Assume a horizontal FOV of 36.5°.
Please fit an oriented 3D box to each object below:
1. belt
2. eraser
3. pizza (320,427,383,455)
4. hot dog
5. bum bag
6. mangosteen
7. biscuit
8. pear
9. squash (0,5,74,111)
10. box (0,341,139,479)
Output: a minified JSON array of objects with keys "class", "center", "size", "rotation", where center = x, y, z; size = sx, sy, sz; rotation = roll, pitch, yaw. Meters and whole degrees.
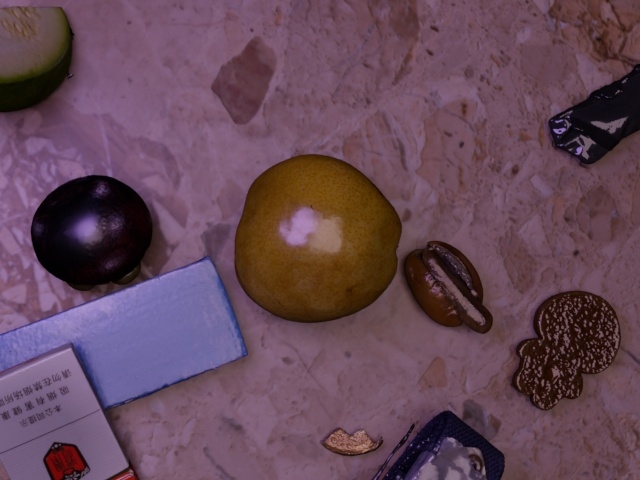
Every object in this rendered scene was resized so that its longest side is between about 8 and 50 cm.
[{"class":"belt","center":[0.121,0.327,1.218],"size":[0.126,0.139,0.230],"rotation":[38,84,-3]},{"class":"eraser","center":[-0.260,0.138,1.237],"size":[0.312,0.042,0.144],"rotation":[-21,88,-8]},{"class":"pizza","center":[0.041,0.265,1.277],"size":[0.083,0.016,0.037],"rotation":[1,86,-3]},{"class":"hot dog","center":[0.171,0.066,1.288],"size":[0.090,0.060,0.140],"rotation":[-28,92,-4]},{"class":"bum bag","center":[0.411,-0.179,1.344],"size":[0.198,0.049,0.087],"rotation":[-31,84,-8]},{"class":"mangosteen","center":[-0.280,-0.004,1.205],"size":[0.153,0.152,0.152],"rotation":[1,85,-7]},{"class":"biscuit","center":[0.330,0.146,1.316],"size":[0.124,0.026,0.175],"rotation":[42,81,-1]},{"class":"pear","center":[0.000,0.000,1.196],"size":[0.209,0.209,0.208],"rotation":[1,85,-7]},{"class":"squash","center":[-0.388,-0.224,1.131],"size":[0.203,0.288,0.111],"rotation":[-31,88,-8]},{"class":"box","center":[-0.317,0.259,1.190],"size":[0.139,0.035,0.245],"rotation":[-22,104,-8]}]
